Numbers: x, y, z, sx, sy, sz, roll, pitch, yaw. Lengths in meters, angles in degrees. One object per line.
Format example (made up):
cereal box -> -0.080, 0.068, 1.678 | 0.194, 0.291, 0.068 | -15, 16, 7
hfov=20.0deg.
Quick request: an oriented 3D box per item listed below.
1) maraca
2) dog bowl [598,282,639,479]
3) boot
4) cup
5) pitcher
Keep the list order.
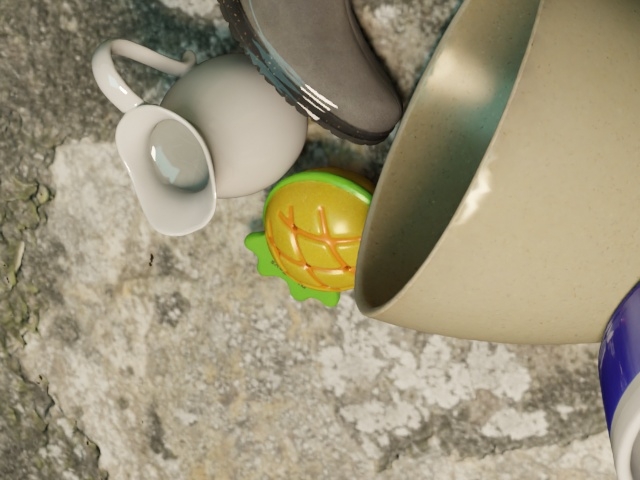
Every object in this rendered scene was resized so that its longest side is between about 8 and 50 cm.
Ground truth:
maraca -> 0.000, 0.000, 1.639 | 0.127, 0.099, 0.185 | 39, 142, -4
dog bowl -> 0.342, 0.112, 1.339 | 0.265, 0.104, 0.265 | -2, 135, -2
boot -> 0.009, -0.262, 1.531 | 0.223, 0.118, 0.338 | -37, 95, 26
cup -> 0.202, -0.049, 1.424 | 0.237, 0.331, 0.331 | 23, 119, -9
pitcher -> -0.106, -0.113, 1.580 | 0.125, 0.207, 0.177 | -27, 95, 31
